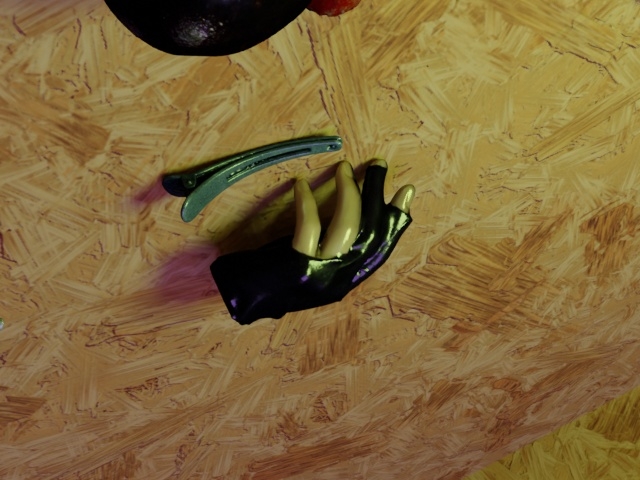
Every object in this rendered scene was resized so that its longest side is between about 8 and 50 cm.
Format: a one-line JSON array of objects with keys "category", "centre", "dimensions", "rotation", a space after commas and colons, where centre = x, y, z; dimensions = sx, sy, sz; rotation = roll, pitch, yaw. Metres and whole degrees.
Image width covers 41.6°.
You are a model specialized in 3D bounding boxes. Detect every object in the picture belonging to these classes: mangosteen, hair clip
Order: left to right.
[{"category": "mangosteen", "centre": [-0.108, -0.271, 0.686], "dimensions": [0.211, 0.211, 0.250], "rotation": [-33, 133, 9]}, {"category": "hair clip", "centre": [-0.080, -0.094, 1.048], "dimensions": [0.230, 0.070, 0.039], "rotation": [-25, 141, -15]}]

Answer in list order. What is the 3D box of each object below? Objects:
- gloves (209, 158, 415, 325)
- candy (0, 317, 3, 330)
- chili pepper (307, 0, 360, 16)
[{"category": "gloves", "centre": [0.000, 0.008, 1.157], "dimensions": [0.301, 0.152, 0.197], "rotation": [-44, 170, 1]}, {"category": "candy", "centre": [-0.544, 0.100, 0.927], "dimensions": [0.366, 0.124, 0.124], "rotation": [0, 137, -26]}, {"category": "chili pepper", "centre": [0.022, -0.290, 0.850], "dimensions": [0.073, 0.070, 0.123], "rotation": [2, 140, -10]}]
